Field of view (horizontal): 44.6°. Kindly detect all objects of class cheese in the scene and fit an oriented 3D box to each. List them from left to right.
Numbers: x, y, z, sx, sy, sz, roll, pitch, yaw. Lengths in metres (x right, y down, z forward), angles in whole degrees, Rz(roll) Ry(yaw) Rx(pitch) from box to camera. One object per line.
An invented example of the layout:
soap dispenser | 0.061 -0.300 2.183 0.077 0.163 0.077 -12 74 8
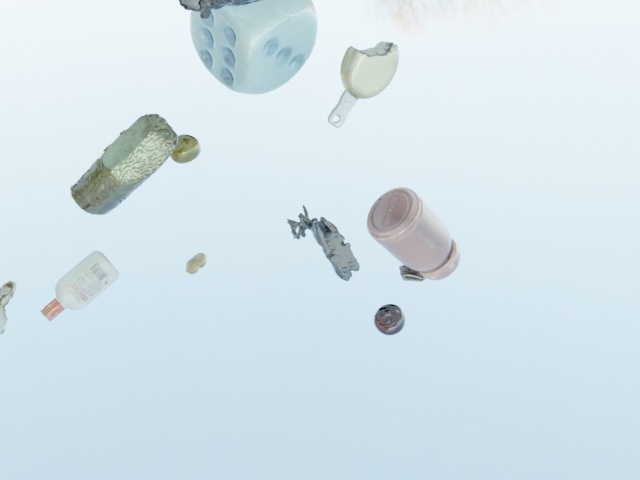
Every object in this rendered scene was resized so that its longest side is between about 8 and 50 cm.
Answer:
cheese | 0.115 -0.413 2.073 0.163 0.249 0.071 2 -155 -34

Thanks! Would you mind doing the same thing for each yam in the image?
yam | -0.393 -0.146 1.553 0.259 0.106 0.106 -36 -167 36

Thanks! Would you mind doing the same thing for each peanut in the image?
peanut | -0.406 0.076 2.548 0.053 0.054 0.113 1 -154 21

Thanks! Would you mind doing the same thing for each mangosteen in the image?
mangosteen | 0.173 0.196 1.947 0.080 0.081 0.081 -8 -151 5

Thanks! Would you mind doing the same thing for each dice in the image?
dice | -0.186 -0.588 2.159 0.262 0.268 0.264 -35 -112 -30

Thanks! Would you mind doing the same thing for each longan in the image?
longan | -0.313 -0.207 1.802 0.075 0.083 0.075 -2 -120 3

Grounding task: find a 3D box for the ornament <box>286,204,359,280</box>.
ornament | 0.000 0.000 2.104 0.080 0.202 0.236 -40 -154 -14

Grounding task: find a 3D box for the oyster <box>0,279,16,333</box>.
oyster | -0.763 0.235 1.662 0.341 0.110 0.166 -53 -162 16

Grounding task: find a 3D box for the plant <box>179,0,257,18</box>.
plant | -0.150 -0.558 1.538 0.276 0.199 0.188 0 -159 30

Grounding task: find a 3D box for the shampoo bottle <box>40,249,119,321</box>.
shampoo bottle | -0.651 0.129 2.093 0.221 0.108 0.051 -42 -146 -14

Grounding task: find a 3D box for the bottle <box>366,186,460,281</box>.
bottle | 0.263 0.001 2.215 0.206 0.297 0.173 -34 -137 19
